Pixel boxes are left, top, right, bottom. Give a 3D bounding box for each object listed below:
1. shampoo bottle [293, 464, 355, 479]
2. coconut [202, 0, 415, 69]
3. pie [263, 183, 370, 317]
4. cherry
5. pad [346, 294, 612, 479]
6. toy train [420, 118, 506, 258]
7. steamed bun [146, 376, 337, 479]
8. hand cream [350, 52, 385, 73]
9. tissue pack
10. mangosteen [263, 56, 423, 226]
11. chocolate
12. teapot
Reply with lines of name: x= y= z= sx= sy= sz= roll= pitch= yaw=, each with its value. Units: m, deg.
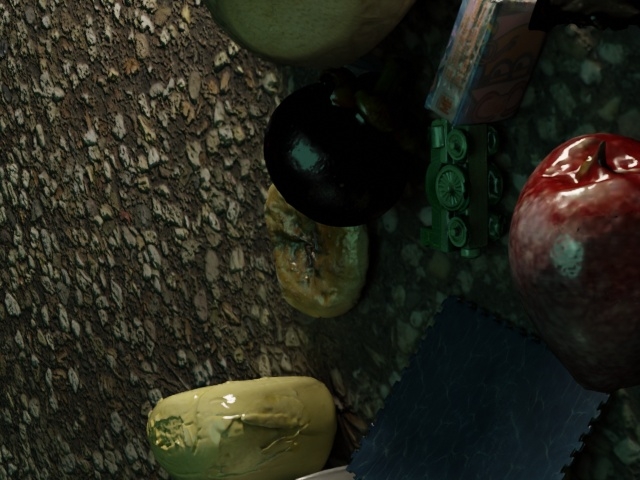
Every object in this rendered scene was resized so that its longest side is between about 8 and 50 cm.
shampoo bottle: x=0.014 y=0.447 z=1.531 sx=0.273 sy=0.273 sz=0.266 roll=-44 pitch=57 yaw=44
coconut: x=0.007 y=-0.365 z=1.392 sx=0.329 sy=0.329 sz=0.328 roll=12 pitch=106 yaw=47
pie: x=0.003 y=-0.001 z=1.629 sx=0.185 sy=0.052 sz=0.218 roll=-13 pitch=90 yaw=44
cherry: x=0.291 y=0.024 z=1.173 sx=0.203 sy=0.230 sz=0.300 roll=-5 pitch=117 yaw=7
pad: x=0.182 y=0.224 z=1.391 sx=0.269 sy=0.012 sz=0.269 roll=26 pitch=84 yaw=42
toy train: x=0.168 y=-0.069 z=1.417 sx=0.104 sy=0.071 sz=0.178 roll=14 pitch=109 yaw=58
steamed bun: x=-0.119 y=0.289 z=1.686 sx=0.273 sy=0.232 sz=0.166 roll=-21 pitch=76 yaw=50
hand cream: x=-0.008 y=-0.278 z=1.569 sx=0.271 sy=0.091 sz=0.058 roll=36 pitch=101 yaw=42
tissue pack: x=0.192 y=-0.211 z=1.322 sx=0.065 sy=0.115 sz=0.155 roll=41 pitch=125 yaw=33
mangosteen: x=0.039 y=-0.128 z=1.475 sx=0.230 sy=0.194 sz=0.194 roll=-46 pitch=62 yaw=21
chocolate: x=0.302 y=-0.263 z=1.199 sx=0.133 sy=0.156 sz=0.156 roll=26 pitch=120 yaw=10
teapot: x=0.234 y=0.267 z=1.407 sx=0.092 sy=0.124 sz=0.090 roll=-97 pitch=29 yaw=-75
